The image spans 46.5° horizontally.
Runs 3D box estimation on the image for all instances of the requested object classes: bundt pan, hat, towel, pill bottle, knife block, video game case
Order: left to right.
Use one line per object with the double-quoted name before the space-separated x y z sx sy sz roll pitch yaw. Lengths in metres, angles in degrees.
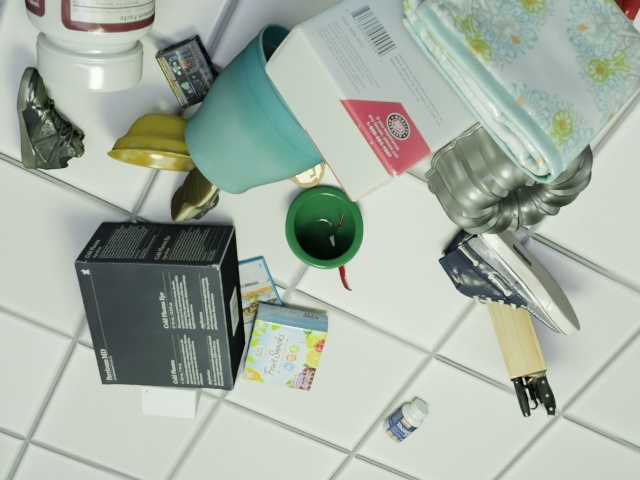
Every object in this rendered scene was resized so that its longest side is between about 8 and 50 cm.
"pill bottle" -0.396 -0.476 1.294 0.223 0.224 0.393 9 121 -4
"video game case" -0.164 0.121 1.763 0.119 0.015 0.166 -14 119 9
"hat" 0.000 0.000 1.682 0.172 0.183 0.209 1 79 -7
"pill bottle" 0.222 0.465 1.926 0.067 0.067 0.120 35 116 -17
"bundt pan" 0.377 -0.117 1.449 0.330 0.124 0.331 -11 153 -6
"knife block" 0.462 0.264 1.699 0.088 0.242 0.276 -17 118 11
"towel" 0.344 -0.327 1.200 0.320 0.090 0.374 -43 98 -18

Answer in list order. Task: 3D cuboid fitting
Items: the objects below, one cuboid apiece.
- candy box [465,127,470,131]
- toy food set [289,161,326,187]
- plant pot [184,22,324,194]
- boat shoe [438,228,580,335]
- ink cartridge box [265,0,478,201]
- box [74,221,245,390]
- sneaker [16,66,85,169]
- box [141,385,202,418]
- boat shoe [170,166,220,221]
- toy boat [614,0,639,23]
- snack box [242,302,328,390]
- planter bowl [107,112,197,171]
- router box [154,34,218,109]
"candy box" 0.349 -0.259 1.469 0.186 0.109 0.053 -1 123 2
"toy food set" -0.031 -0.149 1.595 0.082 0.020 0.083 30 116 -16
"plant pot" -0.112 -0.224 1.422 0.255 0.272 0.272 -32 115 26
"boat shoe" 0.414 0.103 1.659 0.158 0.127 0.341 -40 92 28
"ink cartridge box" 0.148 -0.287 1.263 0.279 0.384 0.160 56 153 -2
"box" -0.345 0.147 1.679 0.312 0.179 0.344 2 120 4
"sneaker" -0.544 -0.242 1.518 0.130 0.087 0.228 6 124 -4
"box" -0.352 0.336 1.804 0.129 0.171 0.091 6 121 -1
"boat shoe" -0.248 -0.097 1.565 0.073 0.080 0.223 -1 162 -33
"toy boat" 0.502 -0.383 1.366 0.150 0.151 0.231 12 120 -6
"snack box" -0.087 0.260 1.802 0.174 0.070 0.207 12 125 -7
"planter bowl" -0.314 -0.202 1.505 0.217 0.217 0.091 6 85 -2
"router box" -0.259 -0.333 1.481 0.092 0.038 0.123 -19 118 12
